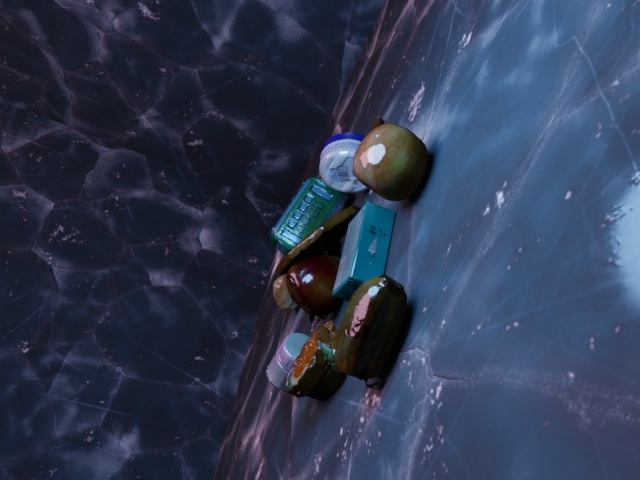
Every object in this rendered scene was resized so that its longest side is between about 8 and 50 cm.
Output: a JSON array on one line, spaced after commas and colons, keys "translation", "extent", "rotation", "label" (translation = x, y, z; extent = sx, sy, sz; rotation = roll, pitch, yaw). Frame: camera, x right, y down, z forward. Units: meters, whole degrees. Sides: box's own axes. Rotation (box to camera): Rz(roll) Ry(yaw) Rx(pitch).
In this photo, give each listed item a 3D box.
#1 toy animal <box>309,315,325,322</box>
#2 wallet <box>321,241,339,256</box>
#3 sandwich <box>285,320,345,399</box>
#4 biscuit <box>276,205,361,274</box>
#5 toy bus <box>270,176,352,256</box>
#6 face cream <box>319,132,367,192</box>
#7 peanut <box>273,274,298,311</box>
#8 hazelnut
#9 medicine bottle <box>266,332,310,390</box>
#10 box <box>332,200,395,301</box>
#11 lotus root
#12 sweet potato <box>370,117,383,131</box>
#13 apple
[{"translation": [-0.005, 0.223, 1.838], "extent": [0.108, 0.062, 0.220], "rotation": [-83, 11, -51], "label": "toy animal"}, {"translation": [-0.005, 0.130, 2.027], "extent": [0.262, 0.071, 0.221], "rotation": [115, 170, -58], "label": "wallet"}, {"translation": [-0.004, 0.349, 1.489], "extent": [0.292, 0.109, 0.212], "rotation": [-60, 7, 33], "label": "sandwich"}, {"translation": [0.000, -0.001, 1.769], "extent": [0.359, 0.046, 0.359], "rotation": [-37, -7, -6], "label": "biscuit"}, {"translation": [-0.045, -0.083, 2.065], "extent": [0.344, 0.199, 0.183], "rotation": [-57, 1, -15], "label": "toy bus"}, {"translation": [0.099, -0.261, 1.825], "extent": [0.206, 0.205, 0.111], "rotation": [122, 161, -49], "label": "face cream"}, {"translation": [-0.120, 0.191, 2.295], "extent": [0.313, 0.149, 0.149], "rotation": [121, 165, -44], "label": "peanut"}, {"translation": [-0.004, 0.132, 1.695], "extent": [0.208, 0.208, 0.208], "rotation": [-160, 90, -80], "label": "hazelnut"}, {"translation": [-0.092, 0.403, 1.748], "extent": [0.135, 0.135, 0.169], "rotation": [-82, 15, -51], "label": "medicine bottle"}, {"translation": [0.120, 0.035, 1.459], "extent": [0.153, 0.092, 0.245], "rotation": [126, 162, -60], "label": "box"}, {"translation": [0.107, 0.188, 1.131], "extent": [0.241, 0.123, 0.123], "rotation": [-69, 21, 9], "label": "lotus root"}, {"translation": [0.213, -0.414, 1.967], "extent": [0.182, 0.053, 0.054], "rotation": [-82, -23, -60], "label": "sweet potato"}, {"translation": [0.180, -0.199, 1.339], "extent": [0.174, 0.188, 0.188], "rotation": [-57, 11, 6], "label": "apple"}]
